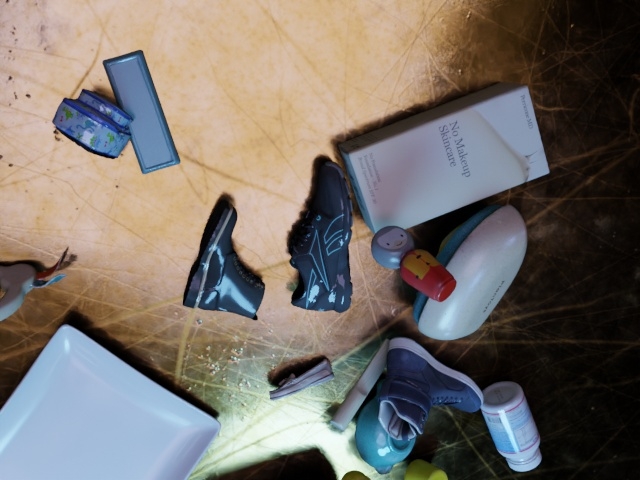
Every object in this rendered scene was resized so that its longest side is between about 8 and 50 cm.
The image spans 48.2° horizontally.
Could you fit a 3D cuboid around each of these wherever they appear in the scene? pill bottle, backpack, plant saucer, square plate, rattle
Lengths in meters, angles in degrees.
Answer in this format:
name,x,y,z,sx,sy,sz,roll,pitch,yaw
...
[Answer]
name,x,y,z,sx,sy,sz,roll,pitch,yaw
pill bottle,0.367,0.357,1.368,0.087,0.087,0.160,-24,107,-2
backpack,-0.349,-0.181,1.095,0.105,0.114,0.084,30,94,-2
plant saucer,-0.288,-0.205,1.156,0.067,0.018,0.192,-18,106,-4
square plate,-0.402,0.374,1.226,0.344,0.049,0.347,39,76,-20
rattle,-0.507,0.109,1.181,0.199,0.130,0.143,-22,121,-30

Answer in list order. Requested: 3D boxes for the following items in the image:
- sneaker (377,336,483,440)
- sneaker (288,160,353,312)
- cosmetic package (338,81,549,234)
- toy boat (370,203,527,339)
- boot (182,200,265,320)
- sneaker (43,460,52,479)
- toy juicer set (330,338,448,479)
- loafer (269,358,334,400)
name,x,y,z,sx,sy,sz,roll,pitch,yaw
sneaker,0.193,0.295,1.270,0.226,0.163,0.086,34,140,-21
sneaker,0.000,0.000,1.212,0.106,0.101,0.267,-2,105,-6
cosmetic package,0.204,-0.137,1.201,0.309,0.113,0.160,-22,107,-2
toy boat,0.211,0.040,1.189,0.318,0.148,0.267,7,117,-55
boot,-0.141,0.038,1.221,0.137,0.077,0.198,17,115,-17
sneaker,-0.503,0.464,1.259,0.091,0.094,0.258,10,102,-7
toy juicer set,0.096,0.371,1.311,0.209,0.089,0.329,-30,104,-32
loafer,-0.038,0.254,1.307,0.125,0.045,0.039,-19,90,-10
